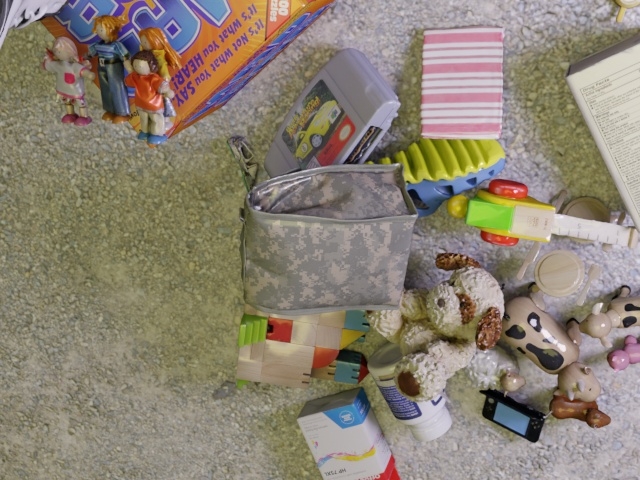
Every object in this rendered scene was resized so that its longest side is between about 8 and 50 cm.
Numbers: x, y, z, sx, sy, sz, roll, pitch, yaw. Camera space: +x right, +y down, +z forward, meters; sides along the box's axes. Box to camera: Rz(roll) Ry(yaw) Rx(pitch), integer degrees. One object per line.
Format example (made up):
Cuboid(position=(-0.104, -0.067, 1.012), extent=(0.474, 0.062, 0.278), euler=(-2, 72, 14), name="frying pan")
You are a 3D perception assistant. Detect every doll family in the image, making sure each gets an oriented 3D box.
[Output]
Cuboid(position=(-0.300, -0.258, 1.598), extent=(0.263, 0.118, 0.163), euler=(14, 120, 30), name="doll family")

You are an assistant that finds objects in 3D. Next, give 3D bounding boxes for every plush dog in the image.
Cuboid(position=(0.236, 0.147, 1.874), extent=(0.210, 0.262, 0.225), euler=(19, 126, -40), name="plush dog")

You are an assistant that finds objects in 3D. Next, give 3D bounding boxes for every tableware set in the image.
Cuboid(position=(0.448, 0.016, 1.854), extent=(0.128, 0.039, 0.194), euler=(25, 80, 26), name="tableware set")

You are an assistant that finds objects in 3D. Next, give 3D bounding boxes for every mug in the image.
Cuboid(position=(0.507, -0.401, 1.714), extent=(0.062, 0.064, 0.078), euler=(-12, 105, 19), name="mug")

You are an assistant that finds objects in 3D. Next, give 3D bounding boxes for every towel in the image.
Cuboid(position=(0.249, -0.276, 1.834), extent=(0.144, 0.029, 0.197), euler=(2, 91, 14), name="towel")

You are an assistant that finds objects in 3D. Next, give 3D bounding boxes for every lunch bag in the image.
Cuboid(position=(0.000, 0.000, 1.783), extent=(0.287, 0.169, 0.235), euler=(-3, 134, -9), name="lunch bag")

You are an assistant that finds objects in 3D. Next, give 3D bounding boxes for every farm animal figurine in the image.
Cuboid(position=(0.454, 0.192, 1.881), extent=(0.326, 0.172, 0.330), euler=(27, 114, 6), name="farm animal figurine")

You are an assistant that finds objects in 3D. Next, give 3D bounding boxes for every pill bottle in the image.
Cuboid(position=(0.179, 0.292, 2.027), extent=(0.112, 0.112, 0.187), euler=(-21, 109, 22), name="pill bottle")

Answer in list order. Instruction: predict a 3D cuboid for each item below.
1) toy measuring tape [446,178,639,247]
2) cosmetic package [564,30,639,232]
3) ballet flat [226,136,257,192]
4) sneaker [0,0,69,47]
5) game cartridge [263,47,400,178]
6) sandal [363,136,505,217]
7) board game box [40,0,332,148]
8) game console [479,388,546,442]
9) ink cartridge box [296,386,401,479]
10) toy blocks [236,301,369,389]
Cuboid(position=(0.384, -0.040, 1.831), extent=(0.330, 0.121, 0.121), euler=(9, 112, 1), name="toy measuring tape")
Cuboid(position=(0.540, -0.184, 1.747), extent=(0.153, 0.129, 0.296), euler=(-22, 102, 22), name="cosmetic package")
Cuboid(position=(-0.143, -0.147, 2.009), extent=(0.041, 0.041, 0.114), euler=(-17, 104, 21), name="ballet flat")
Cuboid(position=(-0.462, -0.313, 1.500), extent=(0.169, 0.257, 0.448), euler=(21, 80, 12), name="sneaker")
Cuboid(position=(0.010, -0.190, 1.879), extent=(0.060, 0.196, 0.294), euler=(16, 122, -38), name="game cartridge")
Cuboid(position=(0.185, -0.102, 1.899), extent=(0.317, 0.126, 0.138), euler=(-17, 134, 16), name="sandal")
Cuboid(position=(-0.216, -0.435, 1.752), extent=(0.356, 0.356, 0.356), euler=(-39, 95, 24), name="board game box")
Cuboid(position=(0.358, 0.336, 1.993), extent=(0.122, 0.071, 0.107), euler=(26, 126, 25), name="game console")
Cuboid(position=(0.062, 0.429, 2.132), extent=(0.134, 0.078, 0.231), euler=(-19, 103, 21), name="ink cartridge box")
Cuboid(position=(-0.015, 0.138, 2.016), extent=(0.260, 0.191, 0.382), euler=(8, 112, 1), name="toy blocks")
